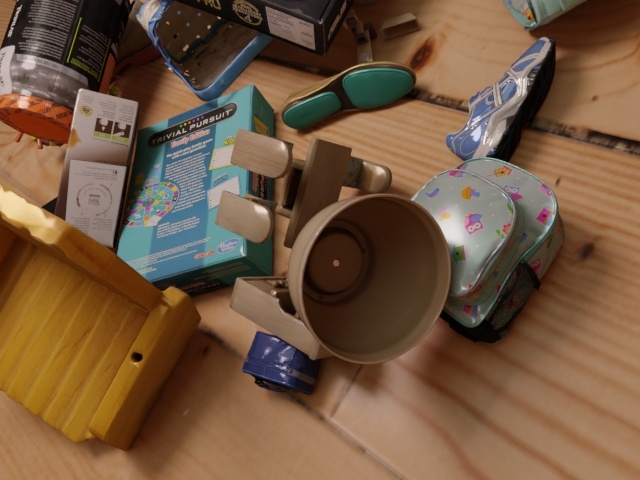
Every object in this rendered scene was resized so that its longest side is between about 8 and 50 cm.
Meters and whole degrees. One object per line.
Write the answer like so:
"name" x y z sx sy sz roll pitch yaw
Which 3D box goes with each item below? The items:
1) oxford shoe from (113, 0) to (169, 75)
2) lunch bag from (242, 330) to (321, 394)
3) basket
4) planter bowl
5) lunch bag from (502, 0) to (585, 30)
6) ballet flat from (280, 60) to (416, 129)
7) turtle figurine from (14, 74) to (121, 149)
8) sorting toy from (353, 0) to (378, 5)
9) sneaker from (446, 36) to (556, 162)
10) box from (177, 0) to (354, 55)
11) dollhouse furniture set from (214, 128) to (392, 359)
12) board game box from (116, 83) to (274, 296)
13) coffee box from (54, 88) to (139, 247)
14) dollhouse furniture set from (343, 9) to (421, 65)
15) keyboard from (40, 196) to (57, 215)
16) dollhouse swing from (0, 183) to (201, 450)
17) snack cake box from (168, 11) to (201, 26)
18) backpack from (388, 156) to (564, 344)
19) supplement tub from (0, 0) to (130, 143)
"oxford shoe" -0.516 -0.449 1.251 0.348 0.130 0.123 -22 55 16
"lunch bag" -0.053 0.162 0.698 0.098 0.067 0.065 5 66 33
"basket" -0.185 -0.397 0.997 0.255 0.201 0.289 -44 46 -3
"planter bowl" 0.033 0.030 0.548 0.162 0.162 0.109 -55 26 -8
"lunch bag" 0.353 -0.416 0.749 0.223 0.160 0.262 -24 49 14
"ballet flat" 0.040 -0.248 0.876 0.232 0.080 0.073 -12 43 21
"turtle figurine" -0.515 -0.223 1.152 0.270 0.087 0.217 -29 61 0
"sorting toy" 0.010 -0.586 1.025 0.257 0.089 0.255 13 88 34
"sneaker" 0.247 -0.192 0.727 0.081 0.080 0.211 28 78 33
"box" -0.104 -0.512 0.883 0.395 0.097 0.318 24 75 10
"dollhouse furniture set" 0.000 0.000 0.679 0.161 0.212 0.242 23 102 37
"board game box" -0.205 -0.075 0.906 0.254 0.079 0.336 -15 57 21
"coffee box" -0.384 -0.114 0.933 0.141 0.098 0.246 174 106 -71
"dollhouse furniture set" 0.105 -0.335 0.892 0.114 0.091 0.081 -10 75 20
"keyboard" -0.551 -0.006 1.091 0.108 0.023 0.180 -33 52 1
"dollhouse swing" -0.384 0.091 0.676 0.347 0.305 0.315 28 88 10
"snack cake box" -0.359 -0.570 1.149 0.089 0.264 0.152 -40 52 4
"backpack" 0.178 -0.004 0.621 0.188 0.144 0.166 -47 48 -5
"supplement tub" -0.497 -0.361 1.039 0.194 0.193 0.315 1 74 29
